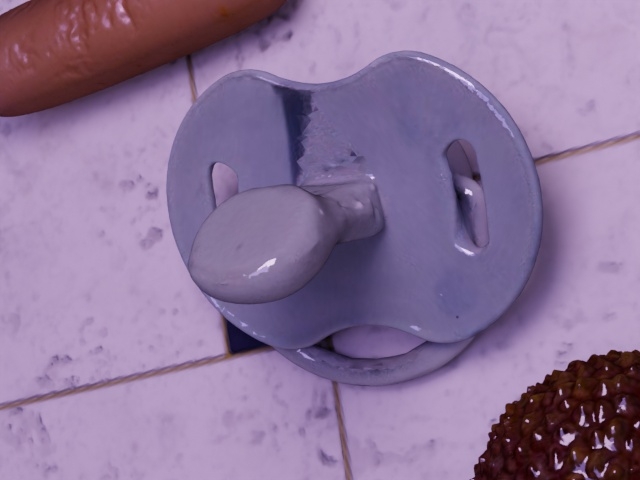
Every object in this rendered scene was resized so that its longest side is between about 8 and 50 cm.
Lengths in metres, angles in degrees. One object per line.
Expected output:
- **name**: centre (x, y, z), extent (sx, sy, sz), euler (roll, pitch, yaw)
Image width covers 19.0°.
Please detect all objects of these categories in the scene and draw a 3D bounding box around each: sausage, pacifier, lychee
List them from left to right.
- **sausage**: centre (-0.142, -0.164, 1.399), extent (0.289, 0.086, 0.086), euler (-20, 75, 26)
- **pacifier**: centre (0.000, 0.000, 1.236), extent (0.279, 0.207, 0.228), euler (-4, 100, 29)
- **lychee**: centre (0.175, 0.155, 1.140), extent (0.188, 0.188, 0.188), euler (-4, 82, 29)
